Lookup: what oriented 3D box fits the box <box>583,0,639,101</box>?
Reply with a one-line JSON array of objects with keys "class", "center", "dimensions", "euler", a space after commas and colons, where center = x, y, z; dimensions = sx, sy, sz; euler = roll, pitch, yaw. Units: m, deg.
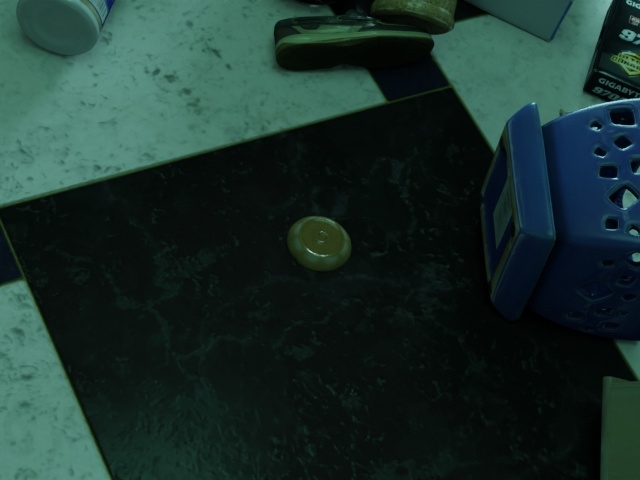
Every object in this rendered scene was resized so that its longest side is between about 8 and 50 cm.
[{"class": "box", "center": [0.506, -0.250, 1.988], "dimensions": [0.220, 0.051, 0.175], "euler": [23, 55, 1]}]

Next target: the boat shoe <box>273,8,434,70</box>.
[{"class": "boat shoe", "center": [0.044, -0.282, 1.876], "dimensions": [0.224, 0.080, 0.073], "euler": [-6, 64, -12]}]

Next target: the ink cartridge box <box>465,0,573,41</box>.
[{"class": "ink cartridge box", "center": [0.326, -0.452, 2.003], "dimensions": [0.168, 0.171, 0.232], "euler": [26, 54, 3]}]

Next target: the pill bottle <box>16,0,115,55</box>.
[{"class": "pill bottle", "center": [-0.317, -0.346, 1.806], "dimensions": [0.112, 0.112, 0.186], "euler": [18, 54, -2]}]

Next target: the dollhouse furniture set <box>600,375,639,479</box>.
[{"class": "dollhouse furniture set", "center": [0.503, 0.293, 1.627], "dimensions": [0.303, 0.198, 0.286], "euler": [16, 73, -41]}]

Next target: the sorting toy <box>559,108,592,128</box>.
[{"class": "sorting toy", "center": [0.372, -0.144, 1.894], "dimensions": [0.083, 0.045, 0.075], "euler": [-5, 66, -18]}]

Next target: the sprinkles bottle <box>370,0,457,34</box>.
[{"class": "sprinkles bottle", "center": [0.164, -0.472, 1.913], "dimensions": [0.121, 0.121, 0.355], "euler": [13, 86, -6]}]

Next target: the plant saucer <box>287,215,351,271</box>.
[{"class": "plant saucer", "center": [0.000, 0.000, 1.719], "dimensions": [0.083, 0.015, 0.083], "euler": [6, 56, -10]}]

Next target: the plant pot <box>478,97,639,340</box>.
[{"class": "plant pot", "center": [0.320, -0.029, 1.693], "dimensions": [0.212, 0.236, 0.236], "euler": [3, 57, -6]}]

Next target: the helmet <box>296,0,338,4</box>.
[{"class": "helmet", "center": [0.004, -0.426, 1.909], "dimensions": [0.169, 0.161, 0.169], "euler": [7, 56, -10]}]
